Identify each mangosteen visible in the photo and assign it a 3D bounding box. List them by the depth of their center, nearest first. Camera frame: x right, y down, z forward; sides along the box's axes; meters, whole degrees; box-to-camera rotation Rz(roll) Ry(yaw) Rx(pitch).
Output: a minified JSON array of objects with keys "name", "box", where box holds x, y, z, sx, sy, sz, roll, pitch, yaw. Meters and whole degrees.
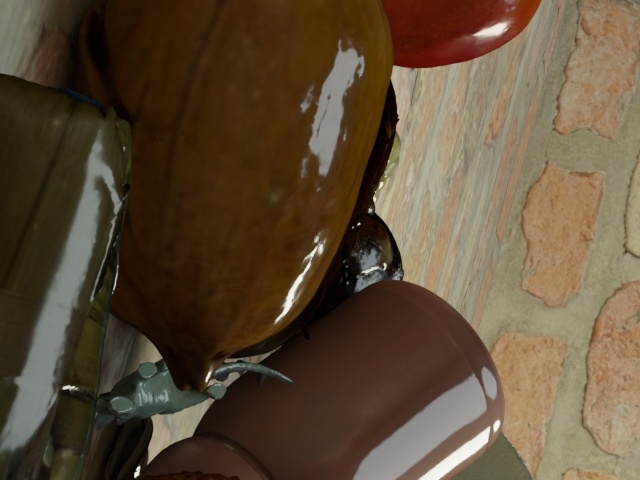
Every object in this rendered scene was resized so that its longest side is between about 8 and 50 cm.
[{"name":"mangosteen","box":[-0.006,0.009,1.629,0.172,0.172,0.184,-26,107,-75]}]

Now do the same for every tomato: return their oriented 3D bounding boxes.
[{"name":"tomato","box":[0.059,-0.244,1.482,0.180,0.260,0.260,-56,166,-6]}]

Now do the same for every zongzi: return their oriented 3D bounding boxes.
[{"name":"zongzi","box":[-0.174,0.062,1.023,0.289,0.123,0.260,97,6,-76]}]

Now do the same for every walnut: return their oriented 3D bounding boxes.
[{"name":"walnut","box":[-0.066,-0.057,1.176,0.209,0.209,0.336,-40,142,-71]}]

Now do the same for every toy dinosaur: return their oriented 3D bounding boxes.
[{"name":"toy dinosaur","box":[-0.109,0.108,1.333,0.209,0.082,0.039,-5,76,-37]}]

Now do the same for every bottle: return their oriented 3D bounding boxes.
[{"name":"bottle","box":[-0.018,0.163,1.461,0.297,0.206,0.173,-35,147,-31]}]

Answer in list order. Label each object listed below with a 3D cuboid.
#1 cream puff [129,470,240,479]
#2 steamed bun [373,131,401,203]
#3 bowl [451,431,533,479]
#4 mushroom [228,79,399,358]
[{"name":"cream puff","box":[-0.124,0.303,1.199,0.350,0.229,0.350,-47,146,-48]},{"name":"steamed bun","box":[0.017,-0.056,1.785,0.192,0.106,0.177,52,51,-73]},{"name":"bowl","box":[0.040,0.369,1.923,0.196,0.435,0.435,-10,117,-40]},{"name":"mushroom","box":[-0.037,-0.041,1.406,0.278,0.163,0.297,90,22,-48]}]
